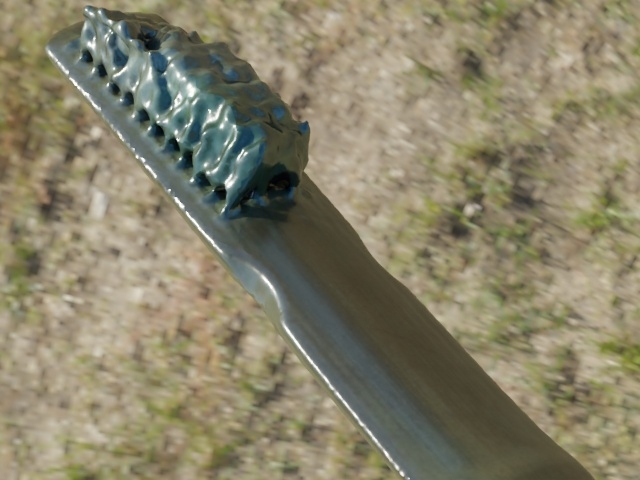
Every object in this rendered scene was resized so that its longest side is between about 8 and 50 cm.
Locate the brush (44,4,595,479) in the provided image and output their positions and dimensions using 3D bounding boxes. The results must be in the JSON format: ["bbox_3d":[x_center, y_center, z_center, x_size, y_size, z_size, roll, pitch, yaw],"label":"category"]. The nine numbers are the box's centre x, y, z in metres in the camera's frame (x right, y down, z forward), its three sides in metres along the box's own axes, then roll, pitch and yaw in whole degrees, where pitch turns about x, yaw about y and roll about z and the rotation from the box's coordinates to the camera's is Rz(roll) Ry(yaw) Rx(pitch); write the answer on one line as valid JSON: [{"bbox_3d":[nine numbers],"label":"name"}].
[{"bbox_3d":[0.000,0.000,0.399,0.190,0.034,0.027,49,139,37],"label":"brush"}]
